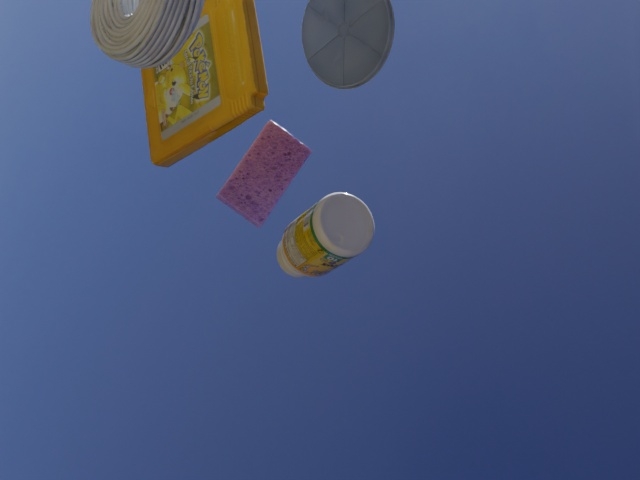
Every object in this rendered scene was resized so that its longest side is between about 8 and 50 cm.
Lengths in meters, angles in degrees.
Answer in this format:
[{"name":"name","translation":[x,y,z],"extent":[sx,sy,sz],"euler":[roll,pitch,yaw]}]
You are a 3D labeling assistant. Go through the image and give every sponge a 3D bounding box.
[{"name":"sponge","translation":[-0.121,-0.145,1.810],"extent":[0.210,0.117,0.031],"euler":[-57,-174,-16]}]

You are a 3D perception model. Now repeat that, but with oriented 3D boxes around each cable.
[{"name":"cable","translation":[-0.291,-0.420,1.409],"extent":[0.257,0.089,0.257],"euler":[27,-78,47]}]

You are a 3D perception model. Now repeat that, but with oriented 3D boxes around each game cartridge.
[{"name":"game cartridge","translation":[-0.246,-0.337,1.703],"extent":[0.323,0.052,0.285],"euler":[-25,-113,38]}]

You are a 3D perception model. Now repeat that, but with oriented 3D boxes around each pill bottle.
[{"name":"pill bottle","translation":[0.000,0.000,1.509],"extent":[0.208,0.117,0.118],"euler":[-34,-123,57]}]

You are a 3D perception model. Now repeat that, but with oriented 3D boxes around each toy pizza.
[{"name":"toy pizza","translation":[0.049,-0.363,1.443],"extent":[0.201,0.032,0.201],"euler":[7,-79,39]}]
